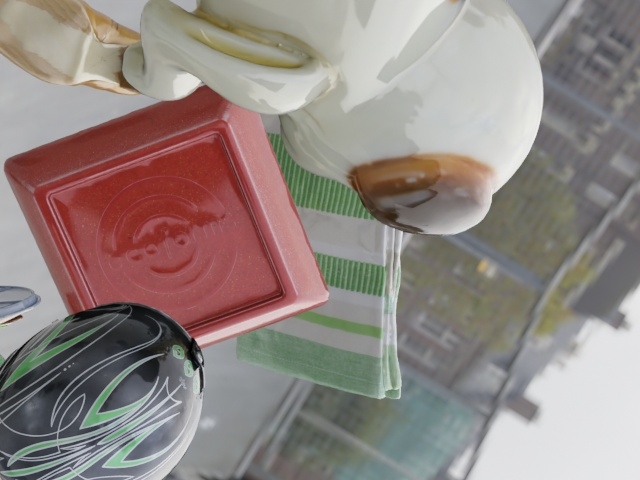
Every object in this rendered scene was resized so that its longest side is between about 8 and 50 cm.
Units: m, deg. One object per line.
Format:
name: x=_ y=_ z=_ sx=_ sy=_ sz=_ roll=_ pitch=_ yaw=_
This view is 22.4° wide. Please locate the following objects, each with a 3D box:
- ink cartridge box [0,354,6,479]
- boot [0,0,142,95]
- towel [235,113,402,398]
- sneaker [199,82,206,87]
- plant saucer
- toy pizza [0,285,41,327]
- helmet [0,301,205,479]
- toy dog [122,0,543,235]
ink cartridge box: x=-0.348 y=0.274 z=1.777 sx=0.201 sy=0.278 sz=0.117 roll=-37 pitch=-173 yaw=47
boot: x=-0.316 y=-0.240 z=1.894 sx=0.211 sy=0.295 sz=0.104 roll=25 pitch=-87 yaw=52
towel: x=0.000 y=0.000 z=1.808 sx=0.038 sy=0.248 sz=0.325 roll=-11 pitch=107 yaw=-46
sneaker: x=-0.023 y=-0.208 z=1.600 sx=0.163 sy=0.226 sz=0.086 roll=-33 pitch=-113 yaw=55
plant saucer: x=-0.151 y=-0.001 z=1.605 sx=0.258 sy=0.259 sz=0.048 roll=-20 pitch=-162 yaw=4
toy pizza: x=-0.346 y=0.073 z=1.419 sx=0.201 sy=0.201 sz=0.032 roll=-69 pitch=153 yaw=-82
helmet: x=-0.182 y=0.137 z=1.287 sx=0.169 sy=0.169 sz=0.161 roll=-57 pitch=176 yaw=33
toy dog: x=0.038 y=-0.205 z=1.164 sx=0.284 sy=0.395 sz=0.408 roll=-77 pitch=155 yaw=-47
